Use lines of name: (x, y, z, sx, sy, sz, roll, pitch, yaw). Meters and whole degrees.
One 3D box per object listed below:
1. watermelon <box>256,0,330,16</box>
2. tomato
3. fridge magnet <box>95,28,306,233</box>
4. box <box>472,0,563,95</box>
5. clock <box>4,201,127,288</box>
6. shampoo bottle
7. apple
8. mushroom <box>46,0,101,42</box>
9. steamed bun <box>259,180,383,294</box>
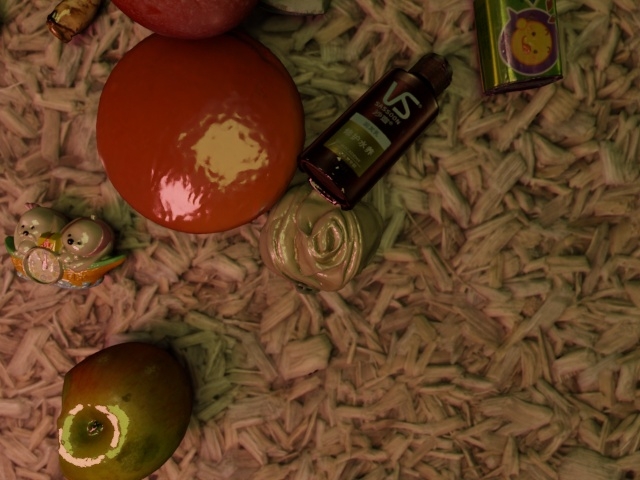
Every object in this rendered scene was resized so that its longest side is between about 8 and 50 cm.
watermelon: (-0.028, -0.501, 0.658, 0.154, 0.094, 0.240, -4, 126, -23)
tomato: (-0.189, -0.421, 0.567, 0.271, 0.227, 0.269, -4, 79, 24)
fridge magnet: (-0.206, -0.191, 0.702, 0.365, 0.155, 0.362, 0, 92, 3)
box: (0.342, -0.449, 0.713, 0.135, 0.097, 0.344, -9, 95, -1)
clock: (-0.480, 0.011, 0.754, 0.231, 0.103, 0.144, 11, 104, 0)
shampoo bottle: (0.110, -0.202, 0.695, 0.129, 0.084, 0.323, 44, 74, 3)
apple: (-0.363, 0.312, 0.723, 0.247, 0.226, 0.245, 0, 93, 0)
mushroom: (-0.426, -0.550, 0.694, 0.208, 0.233, 0.301, 44, 137, 5)
steamed bun: (-0.001, 0.002, 0.733, 0.218, 0.144, 0.210, 28, 95, -2)
